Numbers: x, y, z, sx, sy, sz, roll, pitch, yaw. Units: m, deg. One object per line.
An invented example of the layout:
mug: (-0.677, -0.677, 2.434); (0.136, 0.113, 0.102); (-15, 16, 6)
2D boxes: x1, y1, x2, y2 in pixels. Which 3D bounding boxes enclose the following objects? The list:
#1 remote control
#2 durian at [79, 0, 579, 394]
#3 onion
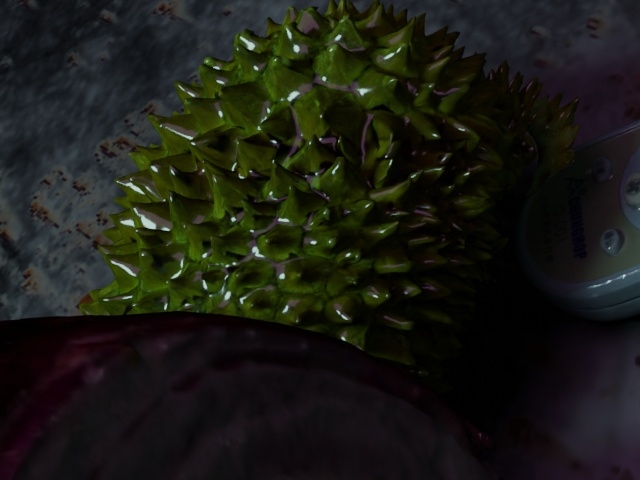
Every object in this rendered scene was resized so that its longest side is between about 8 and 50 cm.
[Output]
remote control: (0.195, -0.032, 0.728); (0.244, 0.047, 0.087); (-22, 44, 26)
durian: (-0.003, 0.003, 0.762); (0.237, 0.176, 0.200); (-56, 33, 1)
onion: (-0.082, 0.180, 0.597); (0.260, 0.337, 0.281); (-23, 63, 39)
